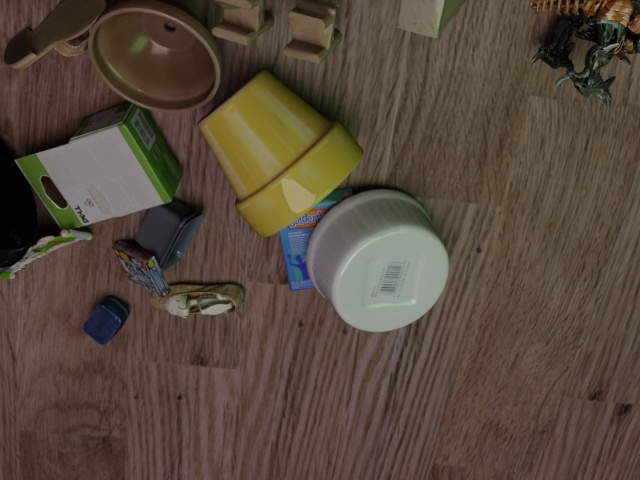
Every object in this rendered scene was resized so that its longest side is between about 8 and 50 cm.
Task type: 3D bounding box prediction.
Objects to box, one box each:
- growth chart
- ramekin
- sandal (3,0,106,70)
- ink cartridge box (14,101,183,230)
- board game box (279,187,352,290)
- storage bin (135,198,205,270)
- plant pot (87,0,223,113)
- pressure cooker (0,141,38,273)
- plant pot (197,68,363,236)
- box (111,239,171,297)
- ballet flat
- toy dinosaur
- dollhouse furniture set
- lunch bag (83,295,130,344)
[{"bbox_3d":[-0.576,0.028,2.038,0.237,0.172,0.021,-25,86,14],"label":"growth chart"},{"bbox_3d":[0.121,0.049,2.015,0.277,0.135,0.277,-10,123,-15],"label":"ramekin"},{"bbox_3d":[-0.457,-0.368,1.824,0.240,0.088,0.079,-23,153,23],"label":"sandal"},{"bbox_3d":[-0.427,-0.141,1.952,0.255,0.097,0.189,-14,124,21],"label":"ink cartridge box"},{"bbox_3d":[0.000,0.000,2.076,0.160,0.047,0.210,-7,125,4],"label":"board game box"},{"bbox_3d":[-0.306,-0.025,2.040,0.091,0.098,0.135,37,120,8],"label":"storage bin"},{"bbox_3d":[-0.279,-0.347,1.783,0.237,0.110,0.237,9,143,7],"label":"plant pot"},{"bbox_3d":[-0.789,-0.024,1.863,0.420,0.370,0.375,-33,115,16],"label":"pressure cooker"},{"bbox_3d":[-0.089,-0.174,1.857,0.254,0.254,0.239,-35,101,21],"label":"plant pot"},{"bbox_3d":[-0.367,0.057,2.069,0.027,0.137,0.094,-38,125,-26],"label":"box"},{"bbox_3d":[-0.265,0.131,2.150,0.206,0.067,0.073,-7,125,5],"label":"ballet flat"},{"bbox_3d":[0.481,-0.378,1.758,0.322,0.164,0.218,17,121,-18],"label":"toy dinosaur"},{"bbox_3d":[0.054,-0.501,1.682,0.394,0.256,0.362,18,124,13],"label":"dollhouse furniture set"},{"bbox_3d":[-0.460,0.173,2.178,0.067,0.065,0.098,40,114,-1],"label":"lunch bag"}]
